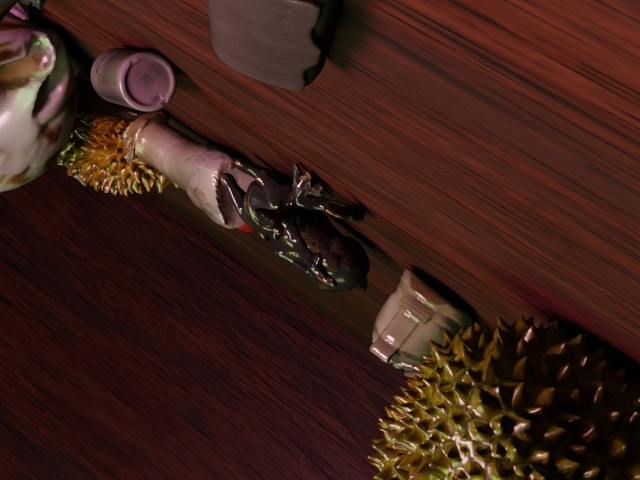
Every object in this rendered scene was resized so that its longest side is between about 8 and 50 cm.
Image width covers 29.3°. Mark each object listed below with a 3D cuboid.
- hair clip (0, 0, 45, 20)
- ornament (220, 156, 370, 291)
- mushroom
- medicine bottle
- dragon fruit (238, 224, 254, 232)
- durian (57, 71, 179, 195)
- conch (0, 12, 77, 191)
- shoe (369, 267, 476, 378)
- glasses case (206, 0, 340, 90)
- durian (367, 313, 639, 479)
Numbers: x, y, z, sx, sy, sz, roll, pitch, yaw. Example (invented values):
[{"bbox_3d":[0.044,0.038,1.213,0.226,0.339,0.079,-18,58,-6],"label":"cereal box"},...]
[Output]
[{"bbox_3d":[-0.358,-0.277,1.311,0.110,0.095,0.359,2,-165,-17],"label":"hair clip"},{"bbox_3d":[0.000,0.000,1.237,0.202,0.080,0.236,42,173,-16],"label":"ornament"},{"bbox_3d":[-0.153,-0.090,1.456,0.092,0.081,0.223,16,-166,-47],"label":"mushroom"},{"bbox_3d":[-0.195,-0.163,1.220,0.058,0.057,0.199,39,175,-23],"label":"medicine bottle"},{"bbox_3d":[-0.101,-0.045,1.549,0.112,0.068,0.126,36,176,7],"label":"dragon fruit"},{"bbox_3d":[-0.280,-0.125,1.705,0.250,0.138,0.183,25,159,39],"label":"durian"},{"bbox_3d":[-0.436,-0.169,1.564,0.197,0.368,0.249,47,-143,18],"label":"conch"},{"bbox_3d":[0.112,0.108,1.362,0.103,0.098,0.275,39,177,20],"label":"shoe"},{"bbox_3d":[-0.027,-0.122,0.639,0.072,0.042,0.190,29,174,0],"label":"glasses case"},{"bbox_3d":[0.170,0.164,0.957,0.237,0.200,0.176,25,148,-4],"label":"durian"}]
